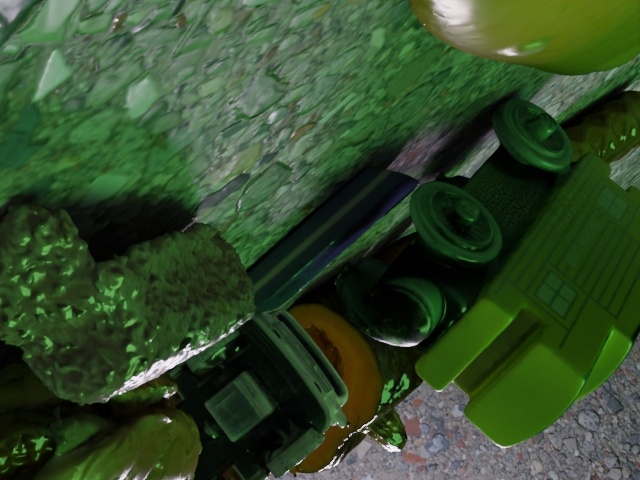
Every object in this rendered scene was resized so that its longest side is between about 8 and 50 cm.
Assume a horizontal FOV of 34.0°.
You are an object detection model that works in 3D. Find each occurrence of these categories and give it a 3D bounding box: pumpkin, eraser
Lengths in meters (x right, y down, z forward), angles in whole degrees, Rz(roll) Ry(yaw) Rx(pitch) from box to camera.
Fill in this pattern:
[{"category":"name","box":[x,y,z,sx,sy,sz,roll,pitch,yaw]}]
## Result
[{"category":"pumpkin","box":[0.035,0.185,1.371,0.139,0.222,0.317,-22,158,-49]},{"category":"eraser","box":[0.000,0.000,1.053,0.225,0.036,0.082,-42,169,10]}]

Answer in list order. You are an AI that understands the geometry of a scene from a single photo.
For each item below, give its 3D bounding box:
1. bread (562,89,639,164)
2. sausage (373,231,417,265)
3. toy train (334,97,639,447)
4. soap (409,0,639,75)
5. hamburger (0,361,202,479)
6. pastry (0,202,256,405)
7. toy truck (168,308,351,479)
[{"category":"bread","box":[0.406,-0.144,1.564,0.269,0.098,0.087,-31,-153,-29]},{"category":"sausage","box":[0.101,0.066,1.406,0.302,0.103,0.076,-48,175,41]},{"category":"toy train","box":[0.212,0.024,1.096,0.179,0.272,0.442,-53,173,38]},{"category":"soap","box":[0.191,-0.226,0.633,0.306,0.115,0.427,-39,167,17]},{"category":"hamburger","box":[-0.222,0.185,0.793,0.259,0.145,0.283,-28,163,12]},{"category":"pastry","box":[-0.123,0.043,0.698,0.102,0.112,0.265,-29,169,18]},{"category":"toy truck","box":[-0.148,0.237,1.175,0.387,0.173,0.207,-39,174,15]}]
